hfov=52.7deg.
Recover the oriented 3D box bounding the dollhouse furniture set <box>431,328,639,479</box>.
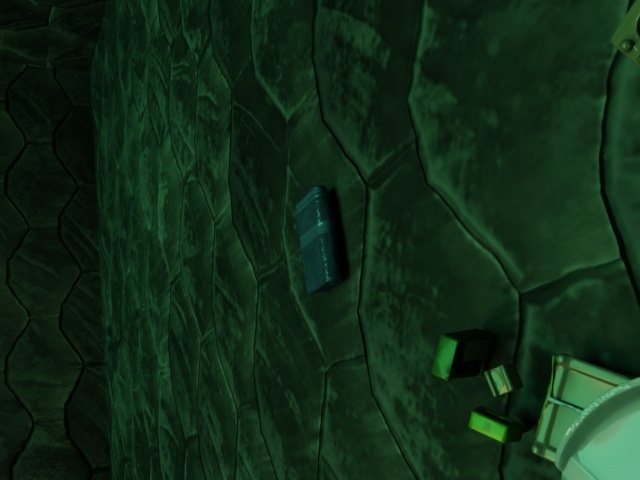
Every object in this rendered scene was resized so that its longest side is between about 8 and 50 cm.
[{"bbox_3d":[0.158,0.110,0.462,0.151,0.058,0.076,17,98,42],"label":"dollhouse furniture set"}]

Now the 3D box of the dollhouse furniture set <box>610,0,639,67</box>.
[{"bbox_3d":[0.192,-0.121,0.290,0.144,0.123,0.151,-65,36,39],"label":"dollhouse furniture set"}]

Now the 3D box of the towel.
[{"bbox_3d":[0.000,0.000,0.762,0.067,0.029,0.120,-36,57,57],"label":"towel"}]

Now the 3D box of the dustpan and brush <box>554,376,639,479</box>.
[{"bbox_3d":[0.207,0.098,0.318,0.147,0.060,0.211,45,119,44],"label":"dustpan and brush"}]
